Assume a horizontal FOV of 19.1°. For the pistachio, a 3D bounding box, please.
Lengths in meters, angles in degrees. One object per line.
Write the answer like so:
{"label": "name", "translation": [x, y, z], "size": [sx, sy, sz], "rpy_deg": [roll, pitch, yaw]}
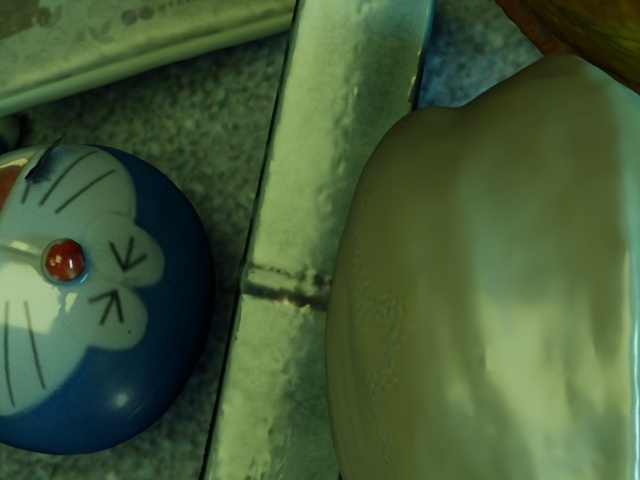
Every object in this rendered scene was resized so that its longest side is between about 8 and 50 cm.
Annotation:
{"label": "pistachio", "translation": [0.108, 0.079, 0.862], "size": [0.208, 0.226, 0.332], "rpy_deg": [4, 79, -20]}

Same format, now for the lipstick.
{"label": "lipstick", "translation": [0.000, 0.000, 0.964], "size": [0.076, 0.077, 0.290], "rpy_deg": [12, 92, 2]}

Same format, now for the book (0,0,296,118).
{"label": "book", "translation": [-0.126, -0.271, 1.043], "size": [0.264, 0.031, 0.379], "rpy_deg": [-17, 78, -3]}

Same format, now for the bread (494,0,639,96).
{"label": "bread", "translation": [0.202, -0.200, 0.877], "size": [0.312, 0.172, 0.312], "rpy_deg": [-3, 80, 19]}

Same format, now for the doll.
{"label": "doll", "translation": [-0.178, 0.012, 1.004], "size": [0.257, 0.161, 0.215], "rpy_deg": [10, 59, 24]}
